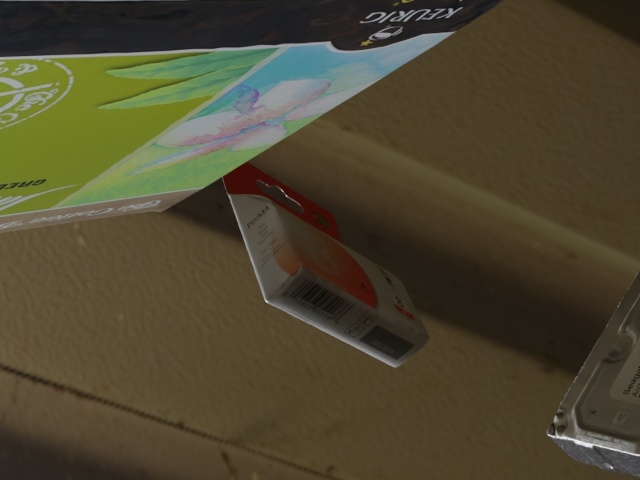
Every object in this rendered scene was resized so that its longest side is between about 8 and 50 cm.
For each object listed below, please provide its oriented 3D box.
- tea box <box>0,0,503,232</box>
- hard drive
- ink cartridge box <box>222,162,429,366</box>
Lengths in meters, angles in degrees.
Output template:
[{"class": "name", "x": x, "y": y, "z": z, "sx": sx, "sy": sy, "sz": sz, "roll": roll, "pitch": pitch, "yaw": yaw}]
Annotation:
[{"class": "tea box", "x": -0.107, "y": -0.195, "z": 0.460, "sx": 0.220, "sy": 0.323, "sz": 0.329, "roll": -10, "pitch": -102, "yaw": -39}, {"class": "hard drive", "x": 0.396, "y": 0.130, "z": 1.305, "sx": 0.064, "sy": 0.339, "sz": 0.237, "roll": 42, "pitch": -108, "yaw": -25}, {"class": "ink cartridge box", "x": 0.000, "y": 0.000, "z": 1.030, "sx": 0.045, "sy": 0.179, "sz": 0.145, "roll": -41, "pitch": -47, "yaw": 22}]
